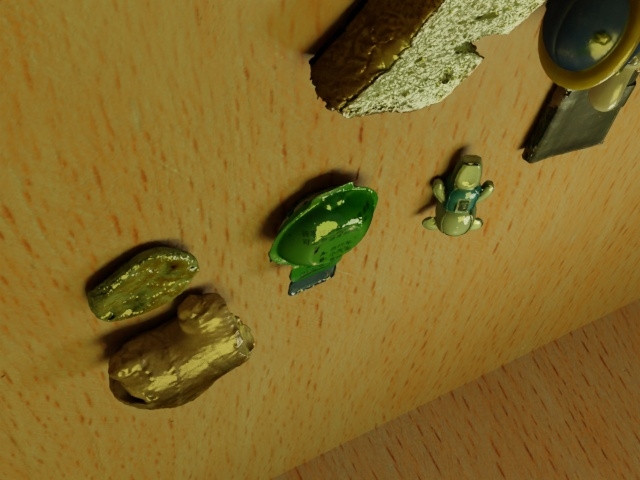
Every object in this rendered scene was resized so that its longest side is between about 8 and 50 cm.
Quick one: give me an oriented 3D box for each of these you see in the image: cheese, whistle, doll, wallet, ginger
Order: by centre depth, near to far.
[{"bbox_3d":[0.443,-0.326,1.840,0.242,0.159,0.311,19,109,-36],"label":"doll"},{"bbox_3d":[0.000,0.000,2.163,0.204,0.083,0.320,-23,157,-20],"label":"cheese"},{"bbox_3d":[-0.241,0.185,2.238,0.275,0.130,0.221,-14,145,-32],"label":"ginger"},{"bbox_3d":[0.457,-0.241,2.249,0.169,0.044,0.317,-19,156,-16],"label":"wallet"},{"bbox_3d":[0.247,-0.083,2.316,0.114,0.077,0.236,2,149,-3],"label":"whistle"}]

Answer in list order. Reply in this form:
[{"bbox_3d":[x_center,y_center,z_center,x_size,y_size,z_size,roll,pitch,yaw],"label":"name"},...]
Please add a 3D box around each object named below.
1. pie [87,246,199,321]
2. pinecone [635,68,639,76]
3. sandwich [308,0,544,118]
[{"bbox_3d":[-0.274,0.065,2.017,0.187,0.041,0.187,-25,159,-10],"label":"pie"},{"bbox_3d":[0.543,-0.312,2.021,0.173,0.173,0.173,-25,160,-10],"label":"pinecone"},{"bbox_3d":[0.144,-0.276,1.681,0.249,0.095,0.273,-10,152,-49],"label":"sandwich"}]
